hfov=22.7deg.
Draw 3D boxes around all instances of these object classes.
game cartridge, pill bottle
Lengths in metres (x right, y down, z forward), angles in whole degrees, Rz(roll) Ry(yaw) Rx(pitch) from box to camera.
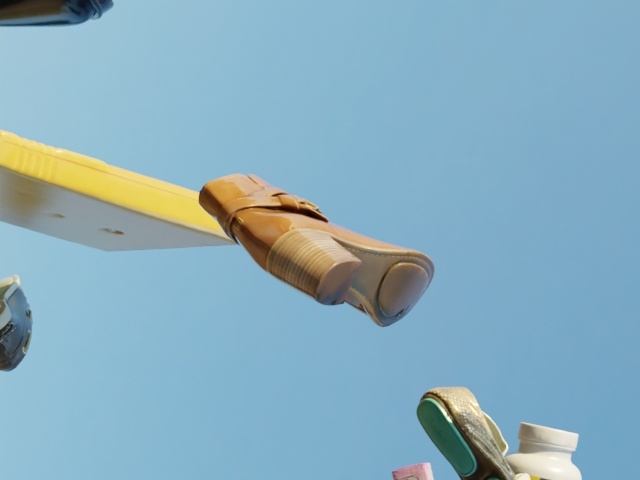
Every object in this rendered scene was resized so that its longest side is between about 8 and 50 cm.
[{"bbox_3d":[-0.292,-0.052,1.787,0.285,0.324,0.052,-3,-108,50],"label":"game cartridge"},{"bbox_3d":[0.265,0.323,1.970,0.103,0.103,0.184,3,-100,62],"label":"pill bottle"}]

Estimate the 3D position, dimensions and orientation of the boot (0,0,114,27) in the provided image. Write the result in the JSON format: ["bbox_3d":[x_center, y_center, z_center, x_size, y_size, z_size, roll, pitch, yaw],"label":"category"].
[{"bbox_3d":[-0.304,-0.177,1.357,0.207,0.094,0.246,-44,-148,-13],"label":"boot"}]

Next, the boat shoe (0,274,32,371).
[{"bbox_3d":[-0.396,0.102,1.969,0.081,0.068,0.228,-30,-165,1],"label":"boat shoe"}]

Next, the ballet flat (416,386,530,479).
[{"bbox_3d":[0.174,0.233,1.599,0.073,0.067,0.206,-41,-107,49],"label":"ballet flat"}]

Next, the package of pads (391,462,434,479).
[{"bbox_3d":[0.125,0.330,2.046,0.050,0.032,0.083,-17,-102,16],"label":"package of pads"}]

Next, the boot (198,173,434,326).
[{"bbox_3d":[0.000,0.000,1.341,0.152,0.197,0.073,36,-80,32],"label":"boot"}]
